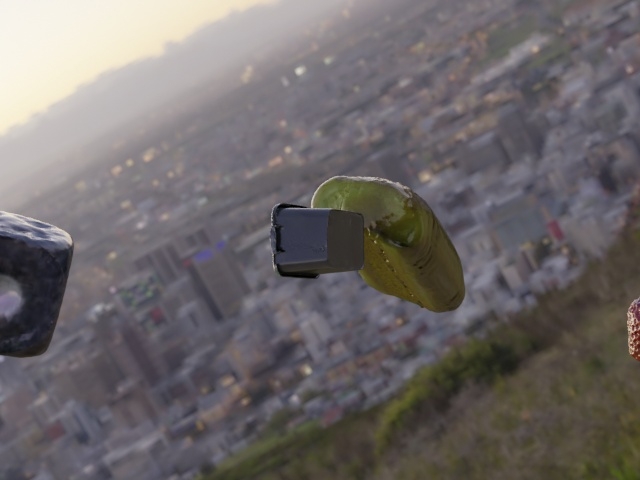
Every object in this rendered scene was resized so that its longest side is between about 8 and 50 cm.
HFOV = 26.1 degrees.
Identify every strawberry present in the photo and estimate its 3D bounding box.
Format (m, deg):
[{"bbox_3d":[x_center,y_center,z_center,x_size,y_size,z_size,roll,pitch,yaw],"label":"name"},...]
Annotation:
[{"bbox_3d":[0.394,0.104,1.654,0.083,0.073,0.073,-58,1,17],"label":"strawberry"}]

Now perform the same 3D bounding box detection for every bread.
[{"bbox_3d":[0.108,-0.002,1.939,0.112,0.166,0.383,-65,-22,-10],"label":"bread"}]

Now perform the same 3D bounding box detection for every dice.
[{"bbox_3d":[-0.462,0.058,1.997,0.183,0.182,0.181,-134,61,-75],"label":"dice"}]

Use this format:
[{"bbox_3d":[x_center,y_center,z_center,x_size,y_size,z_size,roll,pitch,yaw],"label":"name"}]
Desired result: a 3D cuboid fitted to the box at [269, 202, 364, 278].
[{"bbox_3d":[0.000,0.000,1.563,0.069,0.084,0.122,-4,-4,26],"label":"box"}]
